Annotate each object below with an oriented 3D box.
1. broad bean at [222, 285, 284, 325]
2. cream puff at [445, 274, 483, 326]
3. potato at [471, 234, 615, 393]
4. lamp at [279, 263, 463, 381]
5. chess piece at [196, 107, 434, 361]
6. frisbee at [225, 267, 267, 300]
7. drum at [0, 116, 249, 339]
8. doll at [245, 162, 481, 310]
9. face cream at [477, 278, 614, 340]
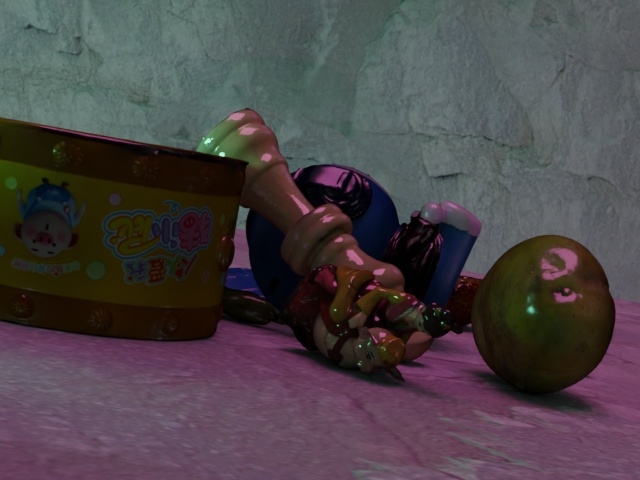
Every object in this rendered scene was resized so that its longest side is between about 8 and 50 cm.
[{"bbox_3d":[-0.150,0.073,1.898,0.254,0.047,0.065,16,-1,45],"label":"broad bean"},{"bbox_3d":[0.205,0.096,2.306,0.149,0.084,0.149,7,0,0],"label":"cream puff"},{"bbox_3d":[0.269,0.091,1.693,0.148,0.197,0.228,15,-31,-5],"label":"potato"},{"bbox_3d":[0.055,0.099,1.597,0.118,0.118,0.253,8,7,-34],"label":"lamp"},{"bbox_3d":[0.000,0.000,1.803,0.397,0.117,0.117,46,18,21],"label":"chess piece"},{"bbox_3d":[-0.088,0.069,2.202,0.242,0.045,0.242,12,4,-1],"label":"frisbee"},{"bbox_3d":[-0.306,-0.027,1.676,0.431,0.214,0.431,9,3,-1],"label":"drum"},{"bbox_3d":[0.044,0.015,1.992,0.309,0.240,0.284,24,-37,4],"label":"doll"},{"bbox_3d":[0.368,0.126,2.394,0.283,0.073,0.073,13,4,39],"label":"face cream"}]
